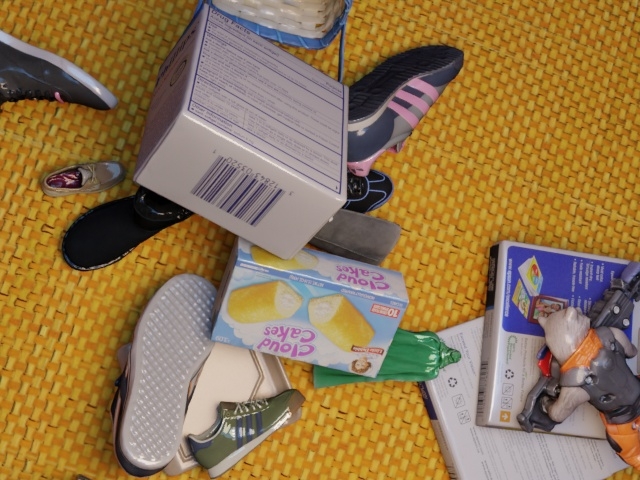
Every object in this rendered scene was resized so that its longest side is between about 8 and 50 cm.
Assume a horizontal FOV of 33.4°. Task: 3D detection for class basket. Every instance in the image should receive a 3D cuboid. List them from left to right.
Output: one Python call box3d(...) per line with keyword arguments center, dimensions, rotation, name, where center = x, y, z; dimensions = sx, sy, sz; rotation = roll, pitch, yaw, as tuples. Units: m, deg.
box3d(center=(-0.077, -0.381, 1.730), dimensions=(0.255, 0.201, 0.288), rotation=(13, 70, -11), name="basket")

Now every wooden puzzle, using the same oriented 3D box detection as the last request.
box3d(center=(-0.177, 0.230, 1.706), dimensions=(0.239, 0.044, 0.220), rotation=(-22, 87, -10), name="wooden puzzle")

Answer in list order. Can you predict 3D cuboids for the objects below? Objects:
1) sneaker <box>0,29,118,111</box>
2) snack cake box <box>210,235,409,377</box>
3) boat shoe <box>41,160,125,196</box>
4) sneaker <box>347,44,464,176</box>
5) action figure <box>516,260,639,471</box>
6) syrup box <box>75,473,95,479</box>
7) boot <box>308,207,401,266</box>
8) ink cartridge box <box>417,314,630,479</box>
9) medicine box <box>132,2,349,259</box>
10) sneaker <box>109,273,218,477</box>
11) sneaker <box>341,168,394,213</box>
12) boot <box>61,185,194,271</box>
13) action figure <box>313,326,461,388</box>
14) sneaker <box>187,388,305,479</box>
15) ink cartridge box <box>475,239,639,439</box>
box3d(center=(-0.476, -0.234, 1.681), dimensions=(0.296, 0.104, 0.146), rotation=(25, 79, -1), name="sneaker")
box3d(center=(-0.019, 0.098, 1.599), dimensions=(0.264, 0.089, 0.152), rotation=(14, 117, -12), name="snack cake box")
box3d(center=(-0.378, -0.099, 1.706), dimensions=(0.135, 0.045, 0.050), rotation=(-17, 86, -14), name="boat shoe")
box3d(center=(0.132, -0.225, 1.801), dimensions=(0.319, 0.112, 0.131), rotation=(-36, 132, -34), name="sneaker")
box3d(center=(0.482, 0.194, 1.653), dimensions=(0.330, 0.178, 0.341), rotation=(36, 75, -15), name="action figure")
box3d(center=(-0.330, 0.401, 1.543), dimensions=(0.093, 0.237, 0.096), rotation=(27, 74, -6), name="syrup box")
box3d(center=(0.000, 0.002, 1.750), dimensions=(0.209, 0.190, 0.076), rotation=(18, 46, -35), name="boot")
box3d(center=(0.345, 0.273, 1.793), dimensions=(0.330, 0.071, 0.324), rotation=(-17, 85, -17), name="ink cartridge box")
box3d(center=(-0.106, -0.161, 1.552), dimensions=(0.264, 0.149, 0.289), rotation=(28, 37, -21), name="medicine box")
box3d(center=(-0.245, 0.205, 1.623), dimensions=(0.126, 0.127, 0.321), rotation=(22, 57, -11), name="sneaker")
box3d(center=(0.017, -0.082, 1.763), dimensions=(0.232, 0.090, 0.081), rotation=(-7, 83, -12), name="sneaker")
box3d(center=(-0.285, -0.042, 1.635), dimensions=(0.247, 0.207, 0.094), rotation=(-27, 88, -14), name="boot")
box3d(center=(0.111, 0.181, 1.715), dimensions=(0.232, 0.063, 0.137), rotation=(3, 83, 17), name="action figure")
box3d(center=(-0.121, 0.277, 1.652), dimensions=(0.192, 0.064, 0.086), rotation=(-40, 96, -7), name="sneaker")
box3d(center=(0.419, 0.171, 1.761), dimensions=(0.307, 0.072, 0.303), rotation=(10, 77, -14), name="ink cartridge box")
